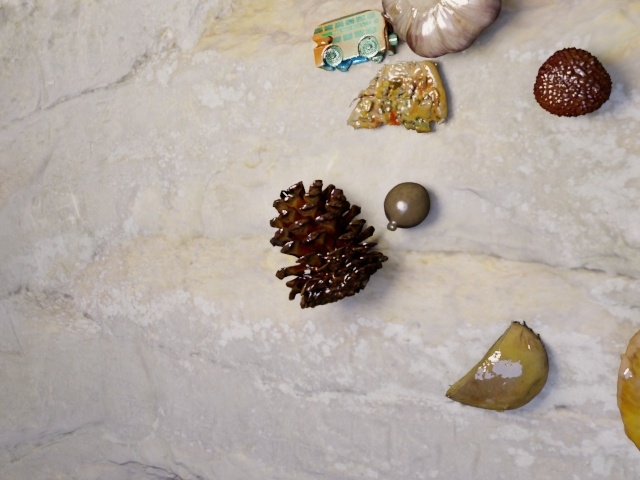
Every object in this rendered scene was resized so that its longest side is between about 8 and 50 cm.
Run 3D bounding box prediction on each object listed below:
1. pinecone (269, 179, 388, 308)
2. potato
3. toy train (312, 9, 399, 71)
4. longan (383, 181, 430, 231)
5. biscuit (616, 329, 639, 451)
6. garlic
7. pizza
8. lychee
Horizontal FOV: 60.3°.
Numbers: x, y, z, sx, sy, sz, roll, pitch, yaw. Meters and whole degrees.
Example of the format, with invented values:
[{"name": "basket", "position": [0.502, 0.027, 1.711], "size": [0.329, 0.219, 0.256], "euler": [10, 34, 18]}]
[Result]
[{"name": "pinecone", "position": [-0.003, 0.001, 1.197], "size": [0.246, 0.246, 0.292], "euler": [-38, 64, 25]}, {"name": "potato", "position": [0.378, 0.297, 1.149], "size": [0.138, 0.098, 0.243], "euler": [40, 114, 11]}, {"name": "toy train", "position": [0.074, -0.419, 1.164], "size": [0.188, 0.072, 0.099], "euler": [-7, 91, 26]}, {"name": "longan", "position": [0.177, -0.067, 1.162], "size": [0.106, 0.106, 0.119], "euler": [31, 78, 16]}, {"name": "biscuit", "position": [0.761, 0.285, 0.955], "size": [0.447, 0.104, 0.428], "euler": [15, 118, 21]}, {"name": "garlic", "position": [0.236, -0.473, 1.038], "size": [0.245, 0.161, 0.244], "euler": [18, 118, 39]}, {"name": "pizza", "position": [0.155, -0.300, 1.151], "size": [0.227, 0.069, 0.147], "euler": [7, 105, 23]}, {"name": "lychee", "position": [0.453, -0.281, 0.989], "size": [0.129, 0.123, 0.123], "euler": [15, 106, 25]}]
